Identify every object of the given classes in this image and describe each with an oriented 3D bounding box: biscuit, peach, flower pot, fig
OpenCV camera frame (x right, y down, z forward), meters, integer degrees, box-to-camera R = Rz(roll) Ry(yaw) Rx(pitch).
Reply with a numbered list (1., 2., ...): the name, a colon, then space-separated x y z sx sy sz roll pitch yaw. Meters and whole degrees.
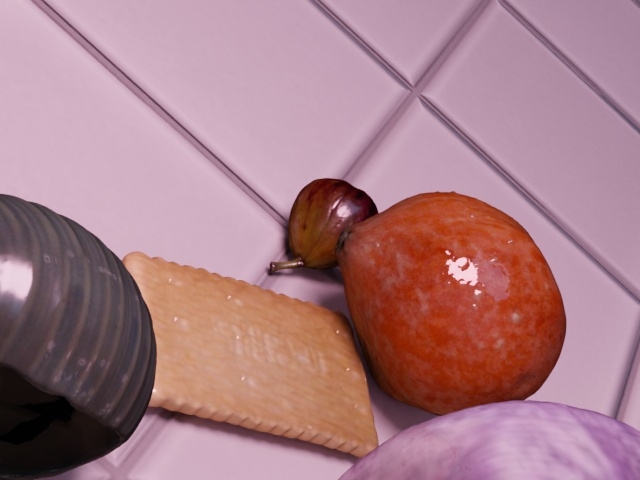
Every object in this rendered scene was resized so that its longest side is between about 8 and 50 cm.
1. biscuit: -0.061 0.102 1.237 0.250 0.030 0.160 18 42 -34
2. peach: 0.109 0.055 1.322 0.233 0.232 0.232 27 38 -24
3. flower pot: -0.216 0.066 0.962 0.243 0.189 0.157 43 30 -54
4. fig: 0.000 0.000 1.378 0.089 0.089 0.125 41 59 -6

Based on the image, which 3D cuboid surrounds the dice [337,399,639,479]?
1. dice: 0.147 0.294 1.038 0.271 0.270 0.270 17 42 -35
